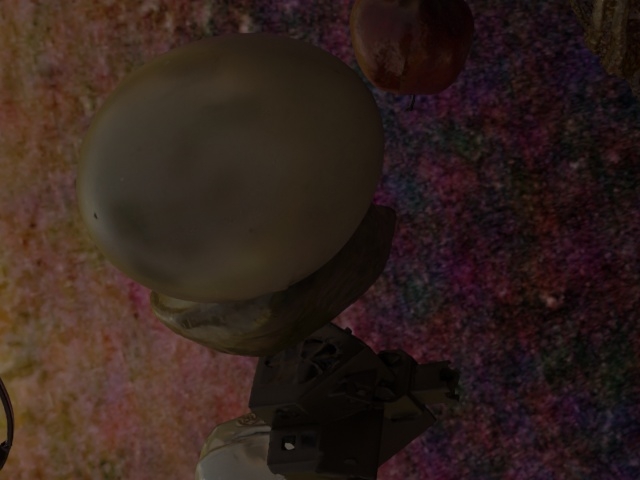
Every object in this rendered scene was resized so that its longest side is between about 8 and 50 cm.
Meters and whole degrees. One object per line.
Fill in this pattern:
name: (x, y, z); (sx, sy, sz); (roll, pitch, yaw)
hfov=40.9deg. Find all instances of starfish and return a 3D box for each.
starfish: (0.207, -0.151, 0.553); (0.190, 0.146, 0.074); (48, 133, -1)

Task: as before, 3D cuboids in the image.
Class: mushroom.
mushroom: (-0.013, 0.025, 0.963); (0.292, 0.217, 0.212); (-57, 28, -3)

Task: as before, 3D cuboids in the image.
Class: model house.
model house: (0.061, 0.217, 1.114); (0.243, 0.211, 0.205); (-13, 49, 29)

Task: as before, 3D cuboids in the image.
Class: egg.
egg: (-0.075, -0.058, 0.716); (0.269, 0.219, 0.219); (-10, 95, 23)

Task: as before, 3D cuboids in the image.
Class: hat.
hat: (-0.079, 0.420, 1.307); (0.301, 0.168, 0.258); (6, 113, 62)

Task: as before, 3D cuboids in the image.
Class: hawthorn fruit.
hawthorn fruit: (0.116, -0.248, 1.110); (0.157, 0.157, 0.194); (45, 155, 35)

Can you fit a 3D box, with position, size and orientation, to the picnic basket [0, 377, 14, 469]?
picnic basket: (-0.304, 0.114, 0.631); (0.179, 0.128, 0.138); (60, 172, -14)
